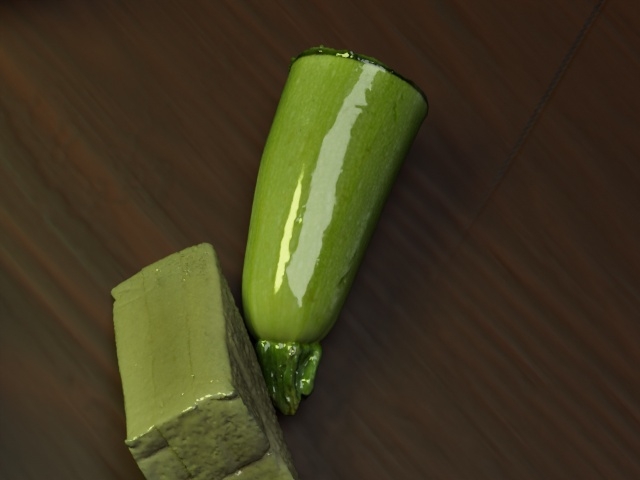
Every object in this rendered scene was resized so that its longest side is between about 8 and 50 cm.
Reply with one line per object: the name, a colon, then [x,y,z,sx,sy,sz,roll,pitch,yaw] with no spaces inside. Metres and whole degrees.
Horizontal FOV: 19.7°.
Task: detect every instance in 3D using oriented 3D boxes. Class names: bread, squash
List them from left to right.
bread: [-0.068,0.090,1.088,0.077,0.105,0.152,-23,37,10]
squash: [0.000,0.000,1.127,0.094,0.094,0.224,15,71,-4]
